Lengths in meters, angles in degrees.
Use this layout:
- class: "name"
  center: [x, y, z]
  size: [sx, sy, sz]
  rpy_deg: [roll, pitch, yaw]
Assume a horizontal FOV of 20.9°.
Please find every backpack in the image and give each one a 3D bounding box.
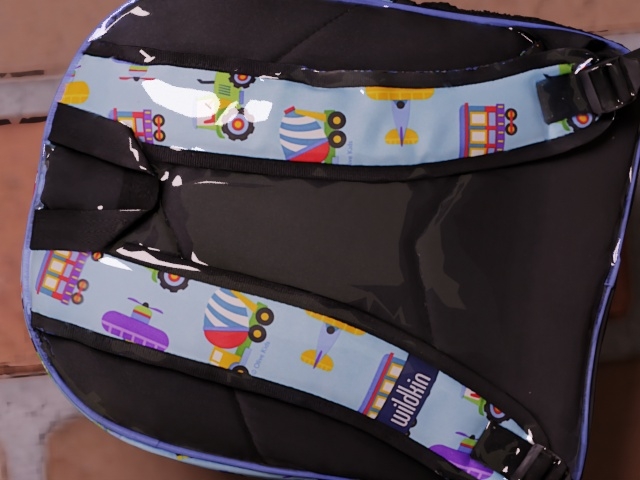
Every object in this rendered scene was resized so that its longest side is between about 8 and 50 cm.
- class: "backpack"
  center: [0.000, 0.000, 0.536]
  size: [0.173, 0.117, 0.158]
  rpy_deg: [10, 90, -4]
